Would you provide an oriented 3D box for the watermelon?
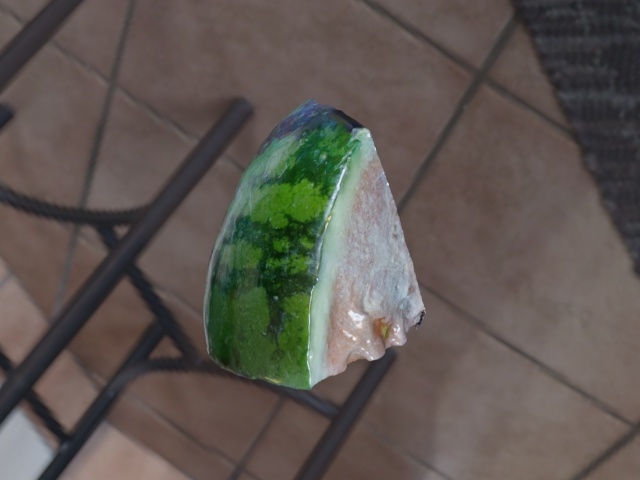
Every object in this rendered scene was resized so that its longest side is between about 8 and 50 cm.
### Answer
[{"bbox_3d":[-0.018,-0.012,0.881,0.231,0.128,0.146,-149,51,-69],"label":"watermelon"}]
